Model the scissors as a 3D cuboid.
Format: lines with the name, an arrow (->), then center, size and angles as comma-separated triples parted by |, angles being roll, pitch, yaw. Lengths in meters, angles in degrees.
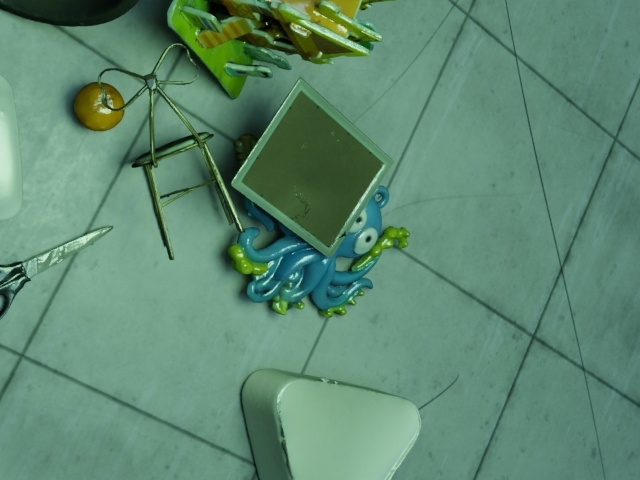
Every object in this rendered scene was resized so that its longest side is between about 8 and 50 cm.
scissors -> -0.466, 0.042, 1.684 | 0.300, 0.022, 0.109 | -31, 111, -28

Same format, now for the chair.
chair -> -0.243, -0.148, 1.722 | 0.159, 0.170, 0.326 | -22, 102, -9

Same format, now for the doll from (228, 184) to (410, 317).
doll -> 0.000, 0.000, 1.898 | 0.341, 0.098, 0.346 | -43, 122, -19

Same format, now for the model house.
model house -> -0.028, -0.349, 1.700 | 0.243, 0.312, 0.358 | -67, 162, -10

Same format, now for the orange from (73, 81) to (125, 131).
orange -> -0.361, -0.219, 1.700 | 0.083, 0.083, 0.084 | -2, 94, -31

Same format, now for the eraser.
eraser -> 0.000, 0.407, 1.916 | 0.331, 0.150, 0.331 | 0, 90, -33

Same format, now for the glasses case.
glasses case -> -0.517, -0.145, 1.619 | 0.092, 0.059, 0.234 | -9, 98, -29

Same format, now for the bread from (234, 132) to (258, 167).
bread -> -0.129, -0.149, 1.872 | 0.049, 0.033, 0.088 | -15, 97, -15

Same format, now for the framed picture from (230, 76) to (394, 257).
framed picture -> -0.010, -0.118, 1.782 | 0.273, 0.016, 0.216 | 38, 82, -40

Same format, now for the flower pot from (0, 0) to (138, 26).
flower pot -> -0.411, -0.529, 1.543 | 0.379, 0.379, 0.251 | 30, 57, -29
